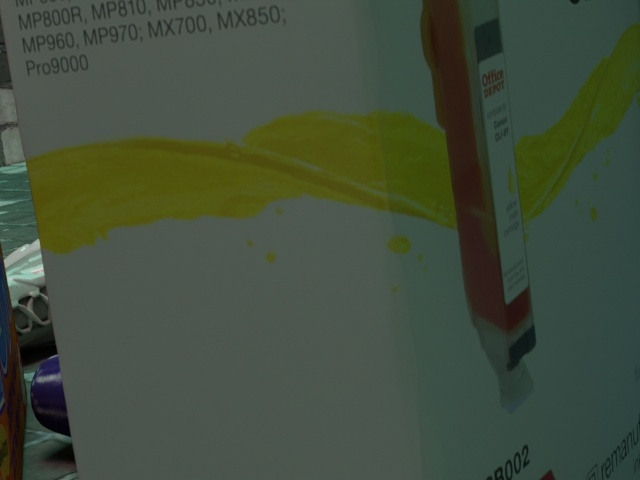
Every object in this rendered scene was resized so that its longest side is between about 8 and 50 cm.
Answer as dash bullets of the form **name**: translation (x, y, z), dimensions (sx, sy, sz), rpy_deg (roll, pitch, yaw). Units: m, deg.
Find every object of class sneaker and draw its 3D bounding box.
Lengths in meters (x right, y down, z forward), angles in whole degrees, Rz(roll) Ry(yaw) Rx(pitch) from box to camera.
- **sneaker**: translation (-0.279, 0.072, 1.151), dimensions (0.262, 0.099, 0.121), rpy_deg (-17, 19, -7)

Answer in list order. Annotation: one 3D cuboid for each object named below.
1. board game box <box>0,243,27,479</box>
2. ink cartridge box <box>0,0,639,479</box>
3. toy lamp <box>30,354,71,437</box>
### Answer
- **board game box**: translation (-0.386, 0.007, 0.811), dimensions (0.356, 0.357, 0.356), rpy_deg (-10, 11, -10)
- **ink cartridge box**: translation (0.028, -0.021, 0.564), dimensions (0.160, 0.385, 0.279), rpy_deg (-2, 13, 31)
- **toy lamp**: translation (-0.057, 0.097, 0.854), dimensions (0.274, 0.080, 0.080), rpy_deg (-1, 12, 21)
